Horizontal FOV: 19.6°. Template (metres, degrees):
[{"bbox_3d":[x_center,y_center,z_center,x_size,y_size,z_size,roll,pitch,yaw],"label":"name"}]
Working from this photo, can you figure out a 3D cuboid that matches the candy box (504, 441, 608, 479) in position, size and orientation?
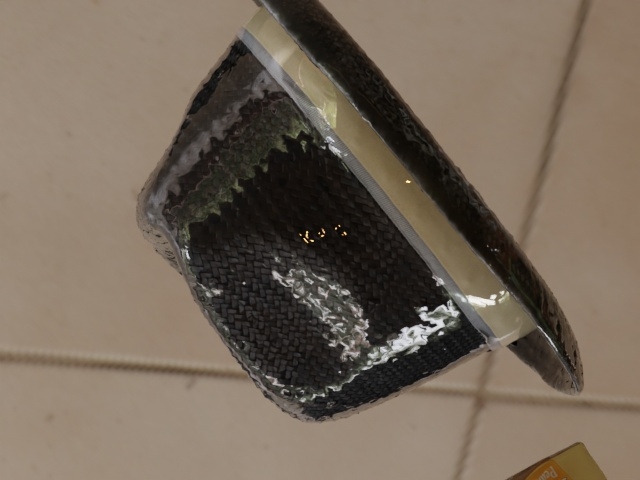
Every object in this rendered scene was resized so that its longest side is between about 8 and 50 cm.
[{"bbox_3d":[0.080,0.258,1.195,0.183,0.087,0.316,-26,158,-20],"label":"candy box"}]

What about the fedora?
[{"bbox_3d":[0.000,0.000,1.020,0.152,0.334,0.334,-40,121,0],"label":"fedora"}]
